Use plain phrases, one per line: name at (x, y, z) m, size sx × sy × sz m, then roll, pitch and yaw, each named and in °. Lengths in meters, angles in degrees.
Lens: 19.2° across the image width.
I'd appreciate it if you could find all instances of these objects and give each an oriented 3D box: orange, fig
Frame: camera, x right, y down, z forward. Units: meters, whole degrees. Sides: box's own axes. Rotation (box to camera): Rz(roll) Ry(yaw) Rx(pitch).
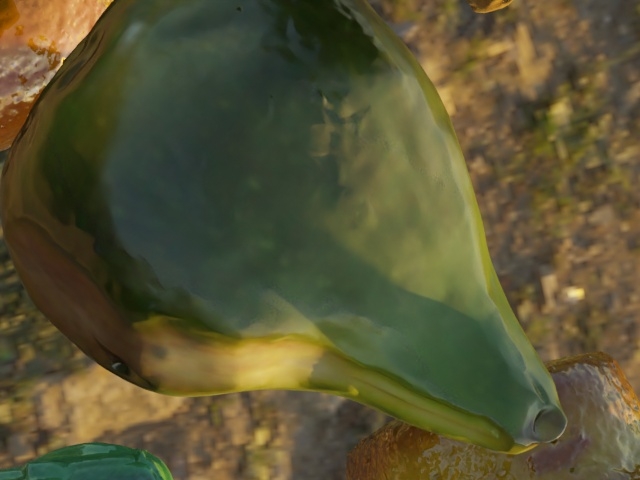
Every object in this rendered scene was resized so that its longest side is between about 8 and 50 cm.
orange at (-0.219, -0.150, 1.146) m, size 0.193 × 0.161 × 0.193 m, roll 1°, pitch 63°, yaw -3°
fig at (0.000, 0.000, 0.859) m, size 0.275 × 0.206 × 0.206 m, roll 35°, pitch 60°, yaw 1°

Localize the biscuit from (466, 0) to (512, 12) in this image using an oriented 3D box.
biscuit at (0.084, -0.164, 0.762) m, size 0.035 × 0.250 × 0.162 m, roll -56°, pitch 134°, yaw -39°

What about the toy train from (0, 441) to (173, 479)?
toy train at (-0.131, 0.129, 0.761) m, size 0.149 × 0.081 × 0.099 m, roll -10°, pitch 71°, yaw 0°

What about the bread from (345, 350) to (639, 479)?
bread at (0.138, 0.176, 1.400) m, size 0.268 × 0.268 × 0.146 m, roll -15°, pitch 81°, yaw -36°
